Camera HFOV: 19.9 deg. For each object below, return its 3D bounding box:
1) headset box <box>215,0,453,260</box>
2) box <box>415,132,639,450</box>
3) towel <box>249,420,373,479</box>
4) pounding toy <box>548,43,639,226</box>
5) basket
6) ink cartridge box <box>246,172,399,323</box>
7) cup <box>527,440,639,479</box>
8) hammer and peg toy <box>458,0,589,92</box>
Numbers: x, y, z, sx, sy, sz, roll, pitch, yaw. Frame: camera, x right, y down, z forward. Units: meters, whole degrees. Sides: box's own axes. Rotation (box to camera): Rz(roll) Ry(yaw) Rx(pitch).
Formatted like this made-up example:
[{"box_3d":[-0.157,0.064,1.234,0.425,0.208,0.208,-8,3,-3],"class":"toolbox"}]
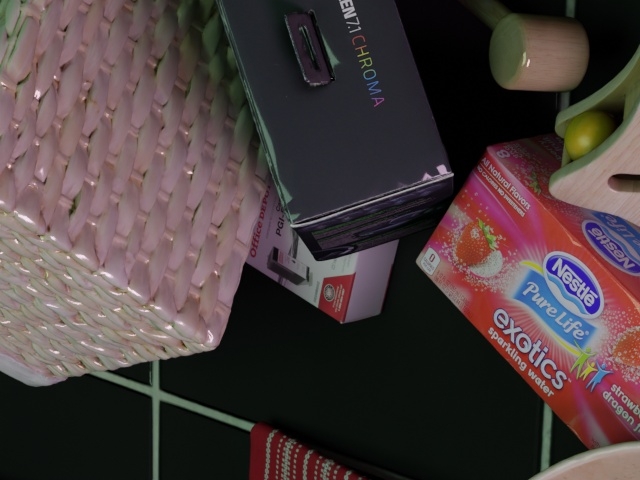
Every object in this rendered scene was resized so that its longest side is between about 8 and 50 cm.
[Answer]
[{"box_3d":[0.010,-0.127,1.451,0.131,0.283,0.246,-18,84,2],"class":"headset box"},{"box_3d":[0.214,0.046,1.407,0.257,0.122,0.128,49,127,26],"class":"box"},{"box_3d":[0.015,0.298,1.694,0.275,0.031,0.199,22,114,50],"class":"towel"},{"box_3d":[0.260,-0.089,1.271,0.269,0.154,0.155,-38,30,43],"class":"pounding toy"},{"box_3d":[-0.238,-0.085,1.606,0.266,0.328,0.331,-9,54,43],"class":"basket"},{"box_3d":[0.000,0.000,1.655,0.135,0.056,0.099,30,119,37],"class":"ink cartridge box"},{"box_3d":[0.261,0.338,1.293,0.331,0.237,0.331,-21,51,29],"class":"cup"},{"box_3d":[0.119,-0.304,1.378,0.266,0.127,0.361,30,118,56],"class":"hammer and peg toy"}]
